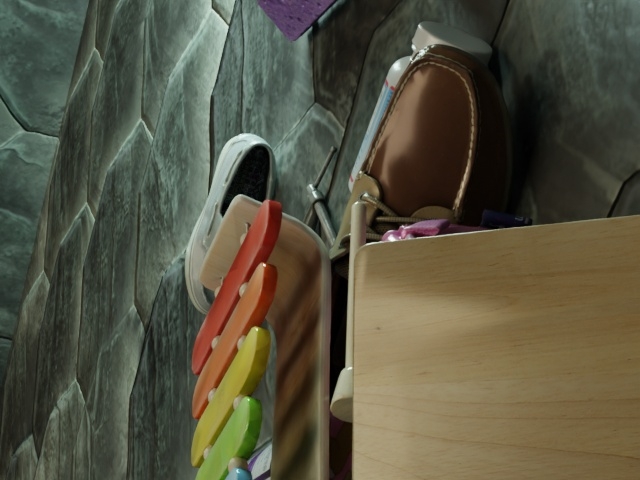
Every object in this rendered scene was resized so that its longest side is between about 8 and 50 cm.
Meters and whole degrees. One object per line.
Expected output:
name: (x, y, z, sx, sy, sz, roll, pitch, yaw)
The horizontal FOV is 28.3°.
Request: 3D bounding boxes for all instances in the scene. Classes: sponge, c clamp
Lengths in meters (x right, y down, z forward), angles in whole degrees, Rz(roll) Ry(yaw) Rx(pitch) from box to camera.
sponge: (-0.019, -0.309, 1.404, 0.031, 0.117, 0.210, -42, 5, -28)
c clamp: (0.000, 0.000, 1.343, 0.161, 0.022, 0.137, -107, 35, -48)

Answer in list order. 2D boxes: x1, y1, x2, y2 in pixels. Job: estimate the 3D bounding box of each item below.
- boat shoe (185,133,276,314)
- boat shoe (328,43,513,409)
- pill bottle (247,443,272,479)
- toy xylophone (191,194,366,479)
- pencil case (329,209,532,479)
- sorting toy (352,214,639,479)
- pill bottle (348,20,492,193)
boat shoe: (-0.106, -0.017, 1.525, 0.081, 0.079, 0.228, -160, 83, -71)
boat shoe: (0.068, 0.008, 1.012, 0.116, 0.123, 0.325, -29, -47, -60)
pill bottle: (-0.007, 0.225, 1.161, 0.193, 0.108, 0.108, 136, 138, -55)
toy xylophone: (-0.039, 0.098, 0.927, 0.323, 0.081, 0.236, -93, 23, -48)
pencil case: (0.068, 0.168, 0.944, 0.167, 0.160, 0.386, -118, 42, -54)
sorting toy: (0.152, 0.123, 0.707, 0.257, 0.089, 0.256, -6, 75, 25)
pill bottle: (0.088, -0.101, 1.090, 0.087, 0.087, 0.160, -119, 44, -56)
